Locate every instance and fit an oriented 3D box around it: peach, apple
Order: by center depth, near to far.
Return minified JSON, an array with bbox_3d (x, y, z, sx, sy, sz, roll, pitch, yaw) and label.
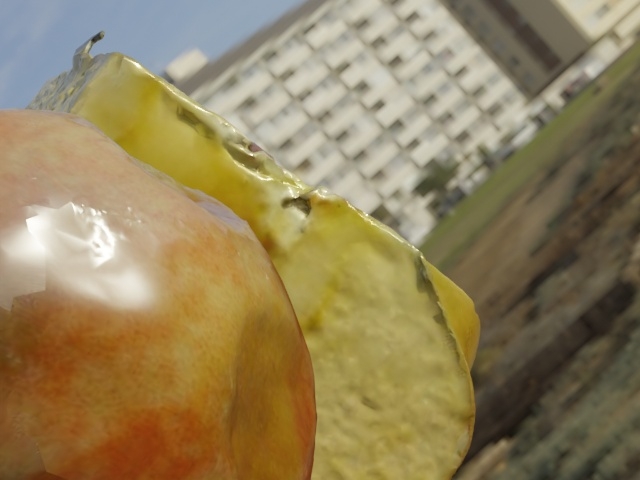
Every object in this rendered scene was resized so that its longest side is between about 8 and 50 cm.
[{"bbox_3d":[-0.114,0.056,0.655,0.214,0.214,0.235,-41,-35,-11],"label":"peach"},{"bbox_3d":[-0.067,0.041,1.033,0.252,0.309,0.314,-41,21,31],"label":"apple"}]
